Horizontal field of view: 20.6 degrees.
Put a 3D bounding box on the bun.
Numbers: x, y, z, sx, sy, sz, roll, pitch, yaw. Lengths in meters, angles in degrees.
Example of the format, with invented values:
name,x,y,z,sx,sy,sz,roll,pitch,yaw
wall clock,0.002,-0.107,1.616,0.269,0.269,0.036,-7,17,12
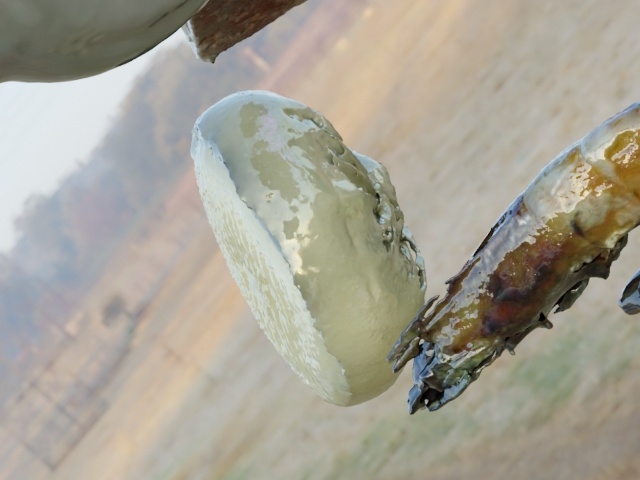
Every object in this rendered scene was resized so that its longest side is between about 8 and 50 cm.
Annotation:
name,x,y,z,sx,sy,sz,roll,pitch,yaw
bun,0.000,0.000,1.508,0.146,0.287,0.287,-26,-2,-11

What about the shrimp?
name,x,y,z,sx,sy,sz,roll,pitch,yaw
shrimp,0.206,0.017,1.273,0.233,0.071,0.365,9,-46,-40

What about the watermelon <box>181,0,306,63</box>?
name,x,y,z,sx,sy,sz,roll,pitch,yaw
watermelon,-0.093,-0.254,1.172,0.262,0.213,0.201,-9,-25,-48

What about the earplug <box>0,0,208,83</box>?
name,x,y,z,sx,sy,sz,roll,pitch,yaw
earplug,-0.160,-0.149,0.771,0.326,0.175,0.214,-31,-31,16
